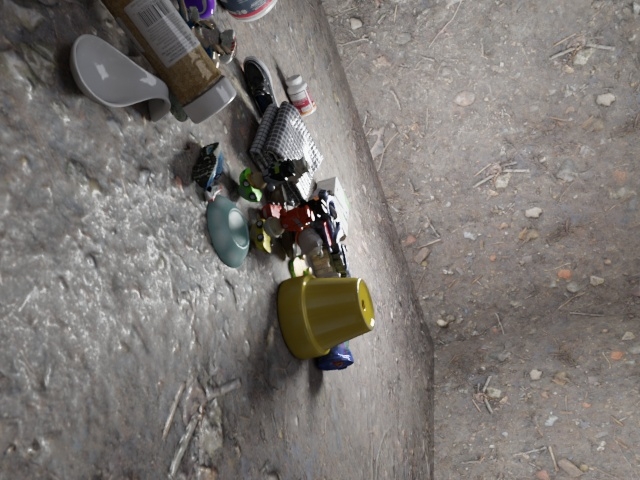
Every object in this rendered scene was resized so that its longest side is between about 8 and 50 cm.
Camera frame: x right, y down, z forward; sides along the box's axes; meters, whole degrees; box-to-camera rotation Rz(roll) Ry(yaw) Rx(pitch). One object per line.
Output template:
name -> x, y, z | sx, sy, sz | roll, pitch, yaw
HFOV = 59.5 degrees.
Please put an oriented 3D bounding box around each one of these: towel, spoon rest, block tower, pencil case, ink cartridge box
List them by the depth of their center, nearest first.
spoon rest -> -0.382, -0.309, 1.105 | 0.276, 0.084, 0.137 | 13, 64, -71
towel -> -0.103, -0.276, 1.830 | 0.283, 0.121, 0.235 | 58, 35, -46
pencil case -> 0.046, 0.287, 1.893 | 0.133, 0.119, 0.306 | 34, 44, -45
block tower -> 0.031, 0.095, 2.049 | 0.097, 0.091, 0.335 | -16, 91, -73
ink cartridge box -> 0.046, -0.125, 2.263 | 0.219, 0.093, 0.160 | -85, 154, -48

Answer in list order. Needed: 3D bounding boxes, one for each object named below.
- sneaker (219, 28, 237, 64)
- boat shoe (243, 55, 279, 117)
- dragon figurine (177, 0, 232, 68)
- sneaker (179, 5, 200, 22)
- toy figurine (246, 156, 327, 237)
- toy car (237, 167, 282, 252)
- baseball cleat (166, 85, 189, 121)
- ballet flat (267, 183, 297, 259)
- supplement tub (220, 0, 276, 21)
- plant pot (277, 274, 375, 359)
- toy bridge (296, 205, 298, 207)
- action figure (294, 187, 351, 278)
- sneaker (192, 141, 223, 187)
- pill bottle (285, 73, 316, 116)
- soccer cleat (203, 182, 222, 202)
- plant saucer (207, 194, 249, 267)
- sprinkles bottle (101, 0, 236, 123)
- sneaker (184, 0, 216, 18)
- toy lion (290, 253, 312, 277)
sneaker -> -0.271, -0.574, 1.698 | 0.065, 0.061, 0.158 | 65, 20, -49
boat shoe -> -0.196, -0.488, 1.842 | 0.076, 0.080, 0.228 | -84, 161, -51
dragon figurine -> -0.324, -0.479, 1.410 | 0.289, 0.144, 0.085 | 52, 24, -9
sneaker -> -0.344, -0.545, 1.474 | 0.052, 0.058, 0.135 | -121, -156, -52
toy figurine -> -0.097, -0.124, 1.579 | 0.209, 0.148, 0.213 | 67, 20, -7
toy car -> -0.184, -0.101, 1.603 | 0.239, 0.053, 0.225 | -76, 146, -58
baseball cleat -> -0.324, -0.382, 1.330 | 0.109, 0.072, 0.205 | -16, 92, -52
ballet flat -> -0.121, -0.057, 1.777 | 0.084, 0.058, 0.249 | -72, 150, -77
supplement tub -> -0.259, -0.827, 1.708 | 0.272, 0.191, 0.191 | 43, 36, -59
plant pot -> 0.028, 0.215, 1.701 | 0.254, 0.239, 0.254 | -15, 90, -72
toy bridge -> -0.089, -0.192, 2.011 | 0.063, 0.026, 0.188 | 22, 56, -66
action figure -> 0.000, 0.000, 1.828 | 0.330, 0.179, 0.341 | -52, 130, -72
sneaker -> -0.266, -0.178, 1.396 | 0.162, 0.063, 0.073 | -82, 156, -49
pill bottle -> -0.081, -0.579, 2.236 | 0.086, 0.086, 0.152 | -80, 151, -53
soccer cleat -> -0.270, -0.128, 1.402 | 0.083, 0.029, 0.035 | -71, 147, -53
plant saucer -> -0.225, -0.028, 1.445 | 0.195, 0.037, 0.195 | -15, 90, -72
sprinkles bottle -> -0.328, -0.424, 1.186 | 0.355, 0.121, 0.121 | 54, 25, -24
sneaker -> -0.377, -0.690, 1.408 | 0.293, 0.102, 0.146 | 60, 25, -25
toy lion -> -0.068, 0.095, 1.848 | 0.096, 0.034, 0.100 | -68, 141, -51
